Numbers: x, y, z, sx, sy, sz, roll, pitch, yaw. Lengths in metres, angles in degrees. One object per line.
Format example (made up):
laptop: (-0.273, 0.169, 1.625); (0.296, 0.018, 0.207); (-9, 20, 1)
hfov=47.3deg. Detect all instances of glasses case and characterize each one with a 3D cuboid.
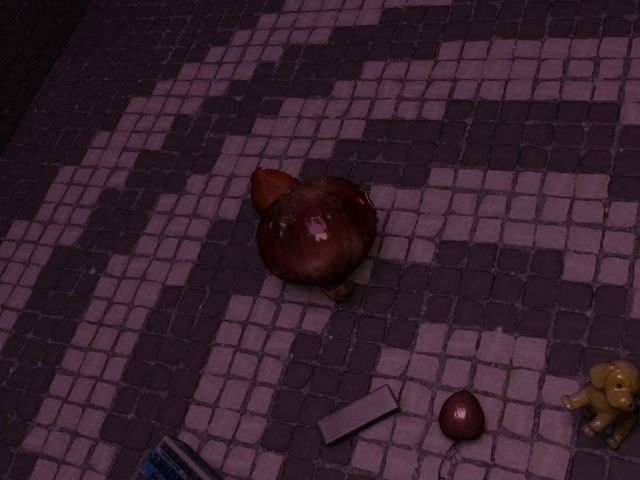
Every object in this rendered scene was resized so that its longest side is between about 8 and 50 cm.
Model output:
glasses case: (0.095, 0.437, 1.823); (0.205, 0.047, 0.071); (-28, 57, 3)

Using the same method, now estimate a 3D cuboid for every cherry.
cherry: (0.326, 0.459, 1.702); (0.107, 0.090, 0.226); (5, 78, 8)

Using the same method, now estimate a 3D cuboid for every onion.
onion: (-0.003, -0.029, 1.997); (0.353, 0.354, 0.354); (-10, 56, 16)

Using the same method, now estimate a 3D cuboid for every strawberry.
strawberry: (-0.144, -0.127, 2.249); (0.228, 0.098, 0.174); (29, 72, 37)

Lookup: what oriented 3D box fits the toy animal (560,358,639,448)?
toy animal: (0.622, 0.348, 1.561); (0.168, 0.233, 0.121); (-36, 47, 7)

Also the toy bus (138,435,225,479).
toy bus: (-0.323, 0.611, 1.812); (0.297, 0.106, 0.131); (26, 79, 45)
